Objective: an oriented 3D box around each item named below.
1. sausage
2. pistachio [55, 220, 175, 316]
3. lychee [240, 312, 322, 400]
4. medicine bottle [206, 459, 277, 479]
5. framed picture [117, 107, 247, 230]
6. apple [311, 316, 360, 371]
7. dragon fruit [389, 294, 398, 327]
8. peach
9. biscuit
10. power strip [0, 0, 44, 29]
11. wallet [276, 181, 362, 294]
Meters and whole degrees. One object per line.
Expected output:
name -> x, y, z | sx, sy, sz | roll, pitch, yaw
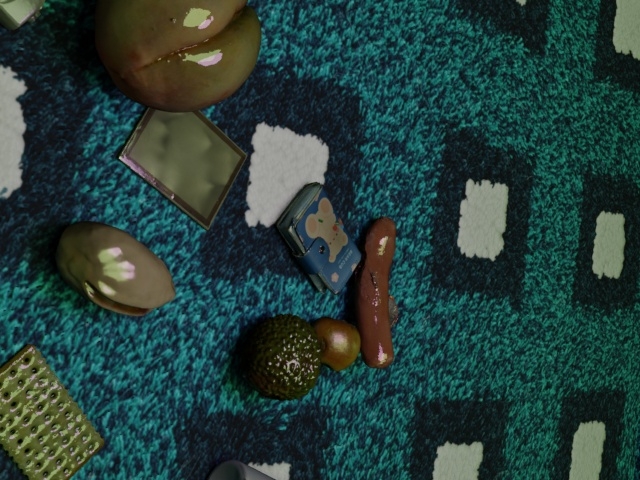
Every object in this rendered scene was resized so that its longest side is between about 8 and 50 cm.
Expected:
sausage -> 0.114, 0.106, 1.924 | 0.079, 0.087, 0.327 | 59, 32, -72
pistachio -> -0.326, 0.047, 1.472 | 0.223, 0.126, 0.152 | 39, 31, -41
lychee -> -0.069, 0.218, 1.723 | 0.171, 0.171, 0.171 | -5, 97, -45
medicine bottle -> -0.073, 0.532, 1.775 | 0.352, 0.110, 0.110 | 39, 66, -40
framed picture -> -0.237, -0.148, 1.623 | 0.231, 0.010, 0.173 | 44, 63, -38
apple -> 0.026, 0.209, 1.857 | 0.114, 0.099, 0.102 | 30, 75, -46
dragon fruit -> 0.131, 0.160, 1.989 | 0.060, 0.056, 0.083 | 37, 72, -38
peach -> -0.229, -0.342, 1.456 | 0.292, 0.247, 0.292 | -33, 138, -37
biscuit -> -0.443, 0.286, 1.450 | 0.139, 0.016, 0.231 | -45, 122, -32
power strip -> -0.506, -0.422, 1.306 | 0.286, 0.048, 0.080 | 48, 60, -35
wallet -> -0.001, 0.000, 1.841 | 0.141, 0.059, 0.202 | -57, 131, -34
